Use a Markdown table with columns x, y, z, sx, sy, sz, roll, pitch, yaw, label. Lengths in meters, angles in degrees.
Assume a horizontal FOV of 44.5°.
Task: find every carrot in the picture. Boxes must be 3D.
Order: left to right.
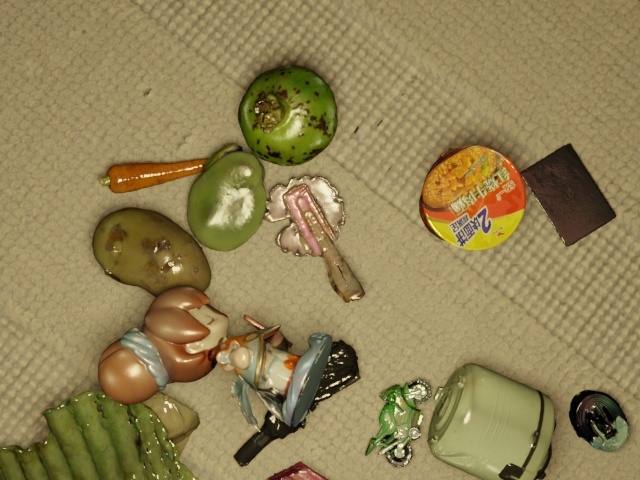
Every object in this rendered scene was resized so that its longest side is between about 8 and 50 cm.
| x | y | z | sx | sy | sz | roll | pitch | yaw | label |
| --- | --- | --- | --- | --- | --- | --- | --- | --- | --- |
| -0.342 | -0.146 | 1.671 | 0.256 | 0.061 | 0.061 | -12 | 86 | -14 | carrot |

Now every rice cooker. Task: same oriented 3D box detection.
| x | y | z | sx | sy | sz | roll | pitch | yaw | label |
| --- | --- | --- | --- | --- | --- | --- | --- | --- | --- |
| 0.350 | 0.379 | 1.583 | 0.244 | 0.226 | 0.226 | 21 | 85 | 1 | rice cooker |

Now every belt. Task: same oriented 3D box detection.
| x | y | z | sx | sy | sz | roll | pitch | yaw | label |
| --- | --- | --- | --- | --- | --- | --- | --- | --- | --- |
| 0.593 | 0.384 | 1.665 | 0.105 | 0.058 | 0.140 | -37 | 89 | -1 | belt |

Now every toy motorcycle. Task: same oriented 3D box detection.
| x | y | z | sx | sy | sz | roll | pitch | yaw | label |
| --- | --- | --- | --- | --- | --- | --- | --- | --- | --- |
| 0.163 | 0.376 | 1.644 | 0.106 | 0.074 | 0.190 | 18 | 86 | 8 | toy motorcycle |

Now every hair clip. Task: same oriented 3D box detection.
| x | y | z | sx | sy | sz | roll | pitch | yaw | label |
| --- | --- | --- | --- | --- | --- | --- | --- | --- | --- |
| 0.001 | 0.003 | 1.660 | 0.173 | 0.069 | 0.300 | -28 | 77 | -5 | hair clip |

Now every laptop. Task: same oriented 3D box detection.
| x | y | z | sx | sy | sz | roll | pitch | yaw | label |
| --- | --- | --- | --- | --- | --- | --- | --- | --- | --- |
| 0.544 | -0.099 | 1.721 | 0.135 | 0.016 | 0.197 | -30 | 86 | -3 | laptop |

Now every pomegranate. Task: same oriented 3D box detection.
| x | y | z | sx | sy | sz | roll | pitch | yaw | label |
| --- | --- | --- | --- | --- | --- | --- | --- | --- | --- |
| -0.075 | -0.256 | 1.592 | 0.211 | 0.263 | 0.211 | 1 | 93 | 20 | pomegranate |

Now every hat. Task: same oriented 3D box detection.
| x | y | z | sx | sy | sz | roll | pitch | yaw | label |
| --- | --- | --- | --- | --- | --- | --- | --- | --- | --- |
| -0.350 | 0.407 | 1.597 | 0.166 | 0.144 | 0.173 | 19 | 63 | 1 | hat |

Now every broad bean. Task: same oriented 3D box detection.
| x | y | z | sx | sy | sz | roll | pitch | yaw | label |
| --- | --- | --- | --- | --- | --- | --- | --- | --- | --- |
| -0.197 | -0.091 | 1.648 | 0.169 | 0.100 | 0.228 | 3 | 87 | 5 | broad bean |

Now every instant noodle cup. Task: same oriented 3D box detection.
| x | y | z | sx | sy | sz | roll | pitch | yaw | label |
| --- | --- | --- | --- | --- | --- | --- | --- | --- | --- |
| 0.299 | -0.081 | 1.628 | 0.213 | 0.174 | 0.213 | 0 | 87 | -3 | instant noodle cup |

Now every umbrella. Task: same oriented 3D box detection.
| x | y | z | sx | sy | sz | roll | pitch | yaw | label |
| --- | --- | --- | --- | --- | --- | --- | --- | --- | --- |
| -0.054 | 0.342 | 1.629 | 0.118 | 0.118 | 0.340 | 45 | 95 | 1 | umbrella |

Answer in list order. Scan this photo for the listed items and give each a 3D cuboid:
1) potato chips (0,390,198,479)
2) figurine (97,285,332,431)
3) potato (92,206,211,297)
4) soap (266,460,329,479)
| x | y | z | sx | sy | sz | roll | pitch | yaw | label |
| --- | --- | --- | --- | --- | --- | --- | --- | --- | --- |
| -0.441 | 0.500 | 1.548 | 0.373 | 0.097 | 0.389 | -38 | 94 | 12 | potato chips |
| -0.195 | 0.228 | 1.501 | 0.388 | 0.276 | 0.248 | 21 | 96 | 10 | figurine |
| -0.342 | 0.027 | 1.606 | 0.262 | 0.165 | 0.165 | 23 | 85 | 4 | potato |
| -0.009 | 0.567 | 1.607 | 0.250 | 0.099 | 0.162 | 35 | 86 | 0 | soap |
